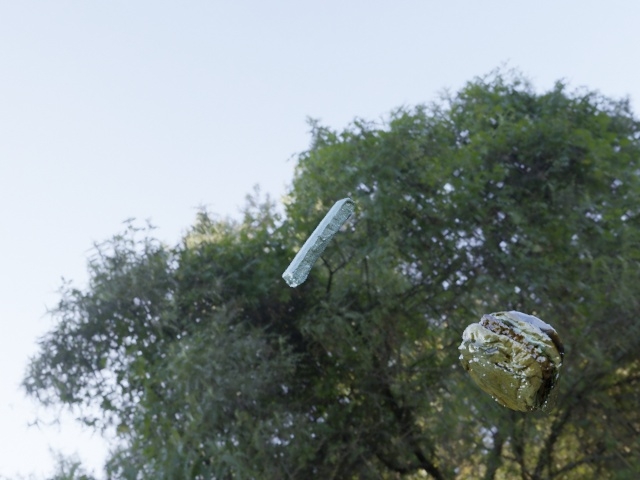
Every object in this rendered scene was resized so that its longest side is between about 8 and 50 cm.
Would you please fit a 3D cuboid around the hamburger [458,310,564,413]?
[{"bbox_3d":[0.342,0.210,1.227,0.130,0.183,0.206,-43,-31,-18],"label":"hamburger"}]

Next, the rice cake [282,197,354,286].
[{"bbox_3d":[0.000,0.000,0.717,0.021,0.022,0.121,48,-126,-18],"label":"rice cake"}]
